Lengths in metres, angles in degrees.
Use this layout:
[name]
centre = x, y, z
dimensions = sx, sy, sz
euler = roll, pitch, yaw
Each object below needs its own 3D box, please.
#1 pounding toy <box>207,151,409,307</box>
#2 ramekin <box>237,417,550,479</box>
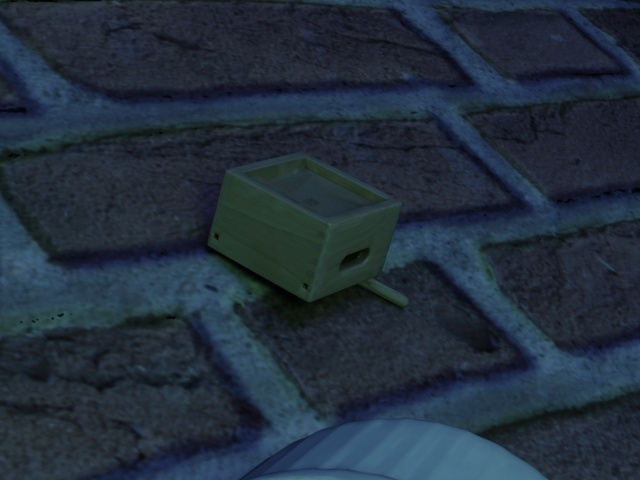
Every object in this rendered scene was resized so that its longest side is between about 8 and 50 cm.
[pounding toy]
centre = 0.000, 0.000, 1.269
dimensions = 0.130, 0.100, 0.141
euler = 28, 25, 27
[ramekin]
centre = 0.034, 0.228, 0.789
dimensions = 0.277, 0.277, 0.135
euler = 35, 23, 9
